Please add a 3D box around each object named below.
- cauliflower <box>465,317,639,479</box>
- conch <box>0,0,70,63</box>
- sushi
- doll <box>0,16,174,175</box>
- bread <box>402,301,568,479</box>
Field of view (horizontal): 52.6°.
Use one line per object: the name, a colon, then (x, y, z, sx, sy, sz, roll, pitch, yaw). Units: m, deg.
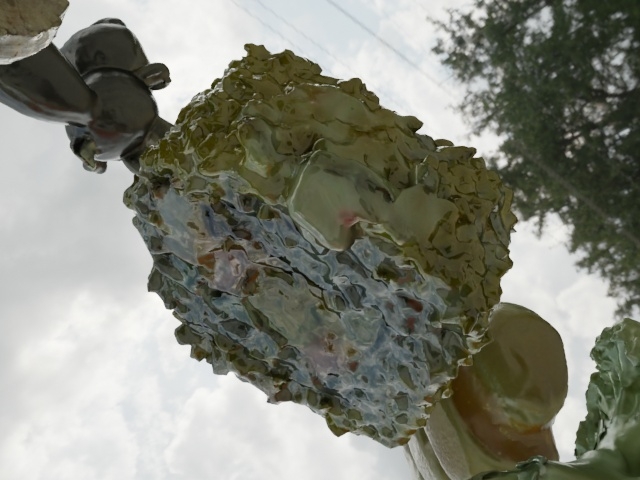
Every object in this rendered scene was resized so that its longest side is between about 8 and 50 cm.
cauliflower: (0.241, 0.167, 0.388, 0.281, 0.260, 0.327, 31, -169, -32)
conch: (-0.338, -0.237, 0.659, 0.178, 0.245, 0.163, -31, -87, -50)
sushi: (0.000, 0.000, 0.694, 0.396, 0.351, 0.240, 29, -133, 4)
doll: (-0.442, -0.323, 1.197, 0.382, 0.252, 0.379, 52, 178, 35)
bread: (0.220, 0.239, 0.924, 0.210, 0.341, 0.301, 9, -120, 7)
